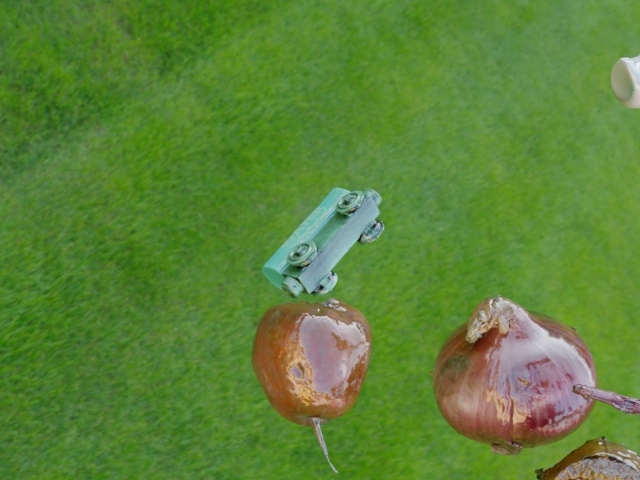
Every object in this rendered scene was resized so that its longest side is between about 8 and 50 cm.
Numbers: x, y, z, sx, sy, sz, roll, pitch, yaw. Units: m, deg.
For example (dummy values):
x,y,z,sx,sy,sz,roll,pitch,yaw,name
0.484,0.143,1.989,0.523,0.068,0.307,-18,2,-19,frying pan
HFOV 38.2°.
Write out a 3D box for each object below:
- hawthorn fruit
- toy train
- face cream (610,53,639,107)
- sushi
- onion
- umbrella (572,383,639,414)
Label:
x,y,z,sx,sy,sz,roll,pitch,yaw,name
-0.020,0.152,1.077,0.149,0.149,0.189,32,72,-31,hawthorn fruit
0.000,0.000,1.632,0.248,0.159,0.101,-48,121,-22,toy train
0.599,-0.262,1.403,0.346,0.102,0.101,-13,78,-15,face cream
0.521,0.427,1.653,0.140,0.287,0.149,38,55,-62,sushi
0.390,0.286,1.918,0.354,0.354,0.353,22,56,-37,onion
0.381,0.206,1.183,0.165,0.025,0.027,19,26,-29,umbrella
